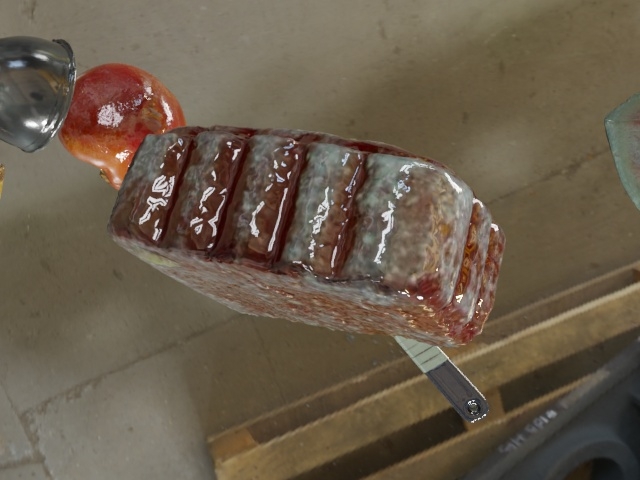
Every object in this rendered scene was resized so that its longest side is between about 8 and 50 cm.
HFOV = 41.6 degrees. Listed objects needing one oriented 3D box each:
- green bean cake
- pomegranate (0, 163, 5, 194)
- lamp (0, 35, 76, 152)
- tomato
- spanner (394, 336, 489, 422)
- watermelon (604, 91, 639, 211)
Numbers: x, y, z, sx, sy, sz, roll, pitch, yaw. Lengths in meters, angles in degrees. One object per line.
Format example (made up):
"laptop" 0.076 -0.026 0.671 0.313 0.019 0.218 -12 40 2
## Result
"green bean cake" 0.000 0.000 0.544 0.198 0.233 0.097 35 67 -56
"pomegranate" -0.619 -0.110 1.424 0.196 0.196 0.196 -4 104 -18
"lamp" -0.415 -0.197 0.962 0.227 0.172 0.147 16 112 -44
"tomato" -0.321 -0.199 1.439 0.233 0.140 0.200 36 67 -26
"spanner" 0.117 0.117 1.108 0.087 0.024 0.316 -42 96 8
"watermelon" 0.418 -0.068 0.727 0.318 0.226 0.148 36 63 18
